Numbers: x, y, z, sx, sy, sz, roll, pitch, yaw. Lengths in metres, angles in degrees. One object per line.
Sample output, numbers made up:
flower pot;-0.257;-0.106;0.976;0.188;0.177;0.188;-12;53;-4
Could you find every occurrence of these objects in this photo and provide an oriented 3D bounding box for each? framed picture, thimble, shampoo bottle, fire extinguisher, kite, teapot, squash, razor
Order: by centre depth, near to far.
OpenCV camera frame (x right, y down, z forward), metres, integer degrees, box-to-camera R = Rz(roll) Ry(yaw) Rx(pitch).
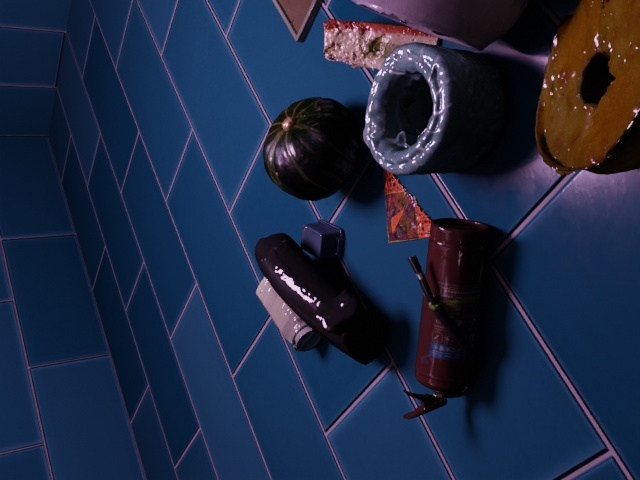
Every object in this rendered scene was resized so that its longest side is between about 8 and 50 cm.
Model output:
shampoo bottle;0.180;-0.423;0.943;0.273;0.273;0.266;42;119;46
thimble;0.176;-0.205;1.097;0.235;0.143;0.198;-33;66;52
fire extinguisher;0.199;0.138;1.125;0.105;0.142;0.341;-115;29;-74
kite;0.151;-0.040;1.282;0.222;0.008;0.125;56;139;37
squash;-0.015;-0.180;1.346;0.218;0.218;0.172;31;158;51
razor;-0.008;0.117;1.396;0.107;0.189;0.327;-45;48;-5
framed picture;-0.062;-0.633;1.504;0.324;0.020;0.240;63;141;30
teapot;-0.062;0.154;1.571;0.107;0.077;0.200;-55;48;19

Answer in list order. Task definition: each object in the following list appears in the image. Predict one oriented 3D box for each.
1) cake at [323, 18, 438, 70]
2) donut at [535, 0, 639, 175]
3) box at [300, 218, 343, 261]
cake;0.121;-0.354;1.252;0.221;0.117;0.086;13;111;21
donut;0.361;-0.192;0.809;0.272;0.107;0.272;-171;90;-80
box;0.000;0.000;1.468;0.099;0.054;0.074;29;116;52
